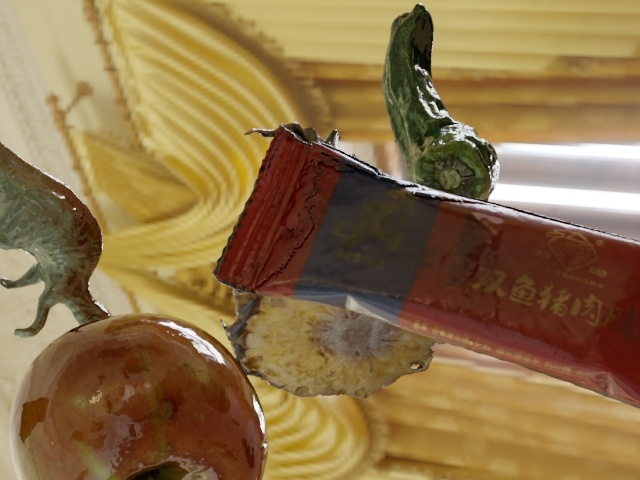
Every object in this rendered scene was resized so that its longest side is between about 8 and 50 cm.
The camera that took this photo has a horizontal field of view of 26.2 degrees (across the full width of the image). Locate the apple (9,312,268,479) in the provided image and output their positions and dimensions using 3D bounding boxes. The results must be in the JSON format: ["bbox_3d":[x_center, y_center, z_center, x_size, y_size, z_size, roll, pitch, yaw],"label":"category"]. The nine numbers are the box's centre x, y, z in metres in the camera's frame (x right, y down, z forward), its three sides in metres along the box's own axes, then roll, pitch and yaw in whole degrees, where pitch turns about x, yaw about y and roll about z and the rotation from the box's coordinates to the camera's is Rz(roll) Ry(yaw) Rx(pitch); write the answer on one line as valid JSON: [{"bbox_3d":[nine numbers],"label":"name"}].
[{"bbox_3d":[-0.144,0.148,1.073,0.196,0.196,0.195,5,-90,-69],"label":"apple"}]

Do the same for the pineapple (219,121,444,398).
[{"bbox_3d":[0.000,0.000,1.523,0.262,0.263,0.271,69,-173,-50],"label":"pineapple"}]

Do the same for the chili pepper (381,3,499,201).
[{"bbox_3d":[0.067,-0.064,0.797,0.182,0.050,0.073,-105,-6,-53],"label":"chili pepper"}]

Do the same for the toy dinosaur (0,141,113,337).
[{"bbox_3d":[-0.357,-0.038,1.533,0.092,0.206,0.392,-165,63,-83],"label":"toy dinosaur"}]

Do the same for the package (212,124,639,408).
[{"bbox_3d":[0.063,0.013,0.564,0.022,0.200,0.083,97,-168,-55],"label":"package"}]
